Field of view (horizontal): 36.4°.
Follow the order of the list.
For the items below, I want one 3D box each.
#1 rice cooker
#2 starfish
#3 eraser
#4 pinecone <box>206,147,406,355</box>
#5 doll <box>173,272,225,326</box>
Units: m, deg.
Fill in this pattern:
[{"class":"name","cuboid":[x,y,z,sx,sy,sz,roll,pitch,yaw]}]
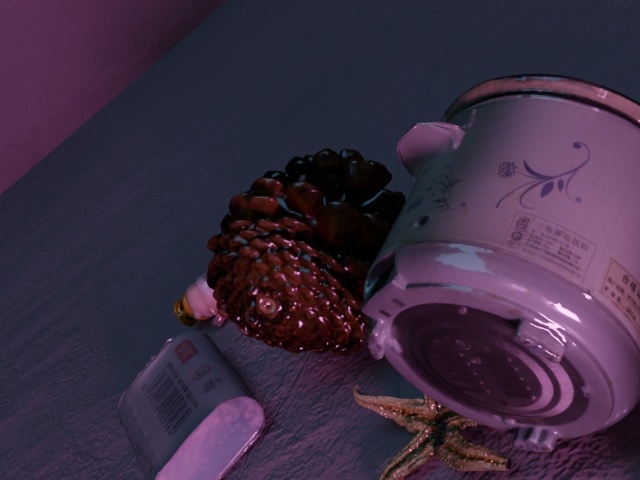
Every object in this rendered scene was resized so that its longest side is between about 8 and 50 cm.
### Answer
[{"class":"rice cooker","cuboid":[0.191,0.007,0.857,0.316,0.317,0.264,-63,2,-29]},{"class":"starfish","cuboid":[0.117,0.172,0.973,0.223,0.050,0.216,10,83,44]},{"class":"eraser","cuboid":[-0.177,0.227,1.272,0.174,0.081,0.227,-50,29,-1]},{"class":"pinecone","cuboid":[0.003,0.000,1.177,0.246,0.246,0.292,-21,26,38]},{"class":"doll","cuboid":[-0.158,0.088,1.454,0.127,0.073,0.084,-35,63,26]}]
